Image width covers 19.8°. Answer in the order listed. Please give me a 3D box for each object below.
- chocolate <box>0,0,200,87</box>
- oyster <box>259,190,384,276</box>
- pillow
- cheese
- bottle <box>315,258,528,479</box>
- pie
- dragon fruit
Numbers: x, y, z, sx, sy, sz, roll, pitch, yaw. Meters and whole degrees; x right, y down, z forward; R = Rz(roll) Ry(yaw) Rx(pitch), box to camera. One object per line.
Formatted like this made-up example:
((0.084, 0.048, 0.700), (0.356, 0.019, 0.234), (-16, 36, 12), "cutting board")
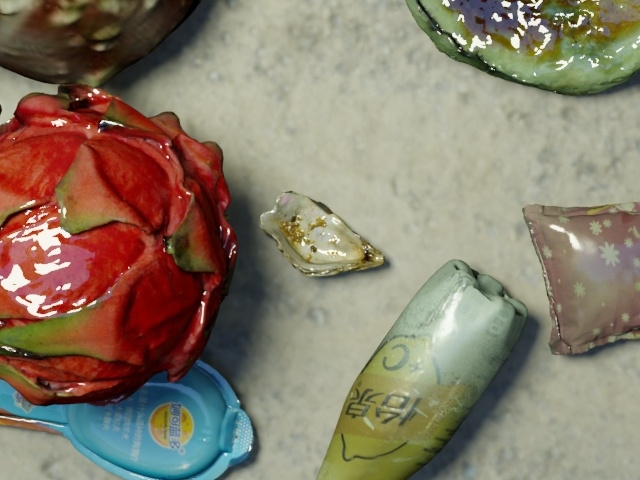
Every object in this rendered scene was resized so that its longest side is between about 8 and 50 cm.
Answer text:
((-0.240, -0.246, 1.246), (0.340, 0.210, 0.225), (36, 97, -1), "chocolate")
((-0.001, 0.003, 1.349), (0.093, 0.034, 0.051), (41, 83, 10), "oyster")
((0.245, 0.021, 1.324), (0.185, 0.043, 0.118), (-7, 95, 6), "pillow")
((-0.174, 0.126, 1.379), (0.256, 0.037, 0.106), (10, 97, 5), "cheese")
((0.047, 0.139, 1.338), (0.083, 0.083, 0.269), (36, 101, -1), "bottle")
((0.168, -0.216, 1.294), (0.241, 0.054, 0.240), (1, 97, 7), "pie")
((-0.188, 0.022, 1.251), (0.293, 0.234, 0.233), (-27, 96, -26), "dragon fruit")
